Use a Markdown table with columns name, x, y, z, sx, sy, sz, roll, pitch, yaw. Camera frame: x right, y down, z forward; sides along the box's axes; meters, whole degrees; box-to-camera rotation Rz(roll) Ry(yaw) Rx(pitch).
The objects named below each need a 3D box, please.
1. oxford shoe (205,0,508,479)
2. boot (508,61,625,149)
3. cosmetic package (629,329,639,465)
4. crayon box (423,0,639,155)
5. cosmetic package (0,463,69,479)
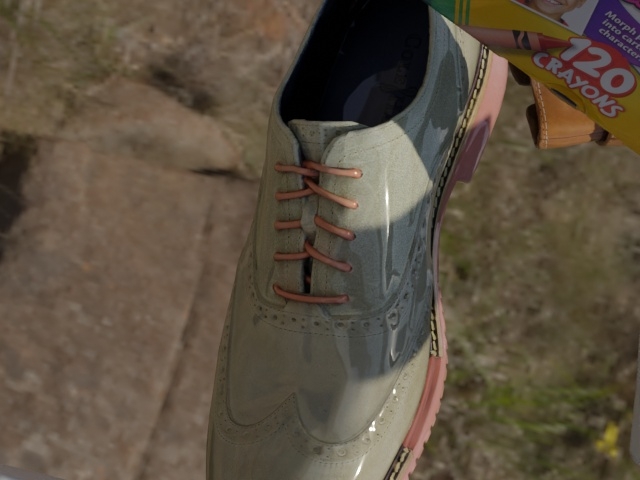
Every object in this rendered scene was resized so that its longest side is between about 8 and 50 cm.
| name | x | y | z | sx | sy | sz | roll | pitch | yaw |
| --- | --- | --- | --- | --- | --- | --- | --- | --- | --- |
| oxford shoe | 0.000 | 0.000 | 0.908 | 0.146 | 0.140 | 0.397 | 50 | 49 | -59 |
| boot | 0.222 | -0.179 | 1.083 | 0.109 | 0.220 | 0.283 | 76 | 4 | -60 |
| cosmetic package | 0.496 | 0.116 | 1.229 | 0.453 | 0.230 | 0.161 | -2 | 103 | -19 |
| crayon box | 0.170 | -0.129 | 0.754 | 0.278 | 0.165 | 0.081 | 34 | 58 | -9 |
| cosmetic package | -0.131 | 0.248 | 0.476 | 0.197 | 0.155 | 0.365 | 31 | 69 | -53 |
